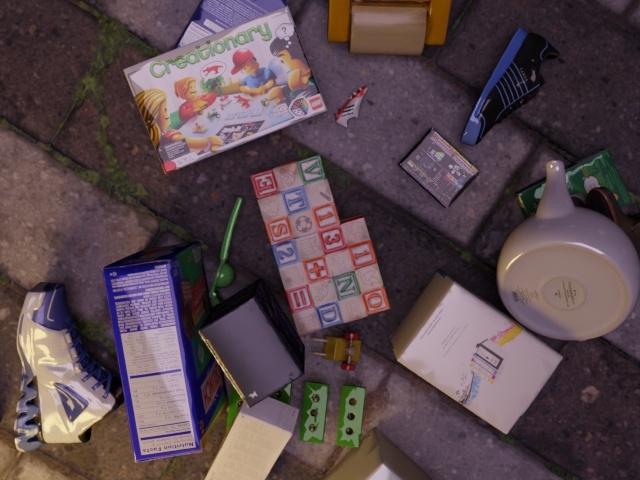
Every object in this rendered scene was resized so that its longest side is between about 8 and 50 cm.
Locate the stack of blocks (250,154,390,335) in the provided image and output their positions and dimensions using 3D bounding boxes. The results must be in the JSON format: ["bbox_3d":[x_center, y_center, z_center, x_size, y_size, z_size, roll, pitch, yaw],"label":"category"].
[{"bbox_3d":[0.000,0.000,1.551,0.171,0.087,0.297,-17,95,0],"label":"stack of blocks"}]

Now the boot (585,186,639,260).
[{"bbox_3d":[0.544,-0.034,1.542,0.106,0.082,0.219,-38,126,-10],"label":"boot"}]

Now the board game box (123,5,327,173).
[{"bbox_3d":[-0.162,-0.260,1.507,0.305,0.053,0.193,-22,96,1],"label":"board game box"}]

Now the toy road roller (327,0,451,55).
[{"bbox_3d":[0.117,-0.502,1.479,0.203,0.240,0.329,1,132,-1],"label":"toy road roller"}]

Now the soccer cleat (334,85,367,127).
[{"bbox_3d":[0.060,-0.241,1.562,0.036,0.029,0.083,40,97,-13],"label":"soccer cleat"}]

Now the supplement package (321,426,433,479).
[{"bbox_3d":[0.130,0.515,1.544,0.263,0.199,0.198,43,94,-4],"label":"supplement package"}]

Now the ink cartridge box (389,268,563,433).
[{"bbox_3d":[0.268,0.191,1.532,0.233,0.171,0.168,35,94,-4],"label":"ink cartridge box"}]

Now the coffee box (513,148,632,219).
[{"bbox_3d":[0.457,-0.078,1.575,0.184,0.040,0.113,-28,98,1],"label":"coffee box"}]

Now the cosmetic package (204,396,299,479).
[{"bbox_3d":[-0.124,0.362,1.533,0.099,0.060,0.239,23,132,-6],"label":"cosmetic package"}]

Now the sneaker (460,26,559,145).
[{"bbox_3d":[0.335,-0.260,1.536,0.090,0.081,0.232,29,93,4],"label":"sneaker"}]

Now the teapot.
[{"bbox_3d":[0.430,0.037,1.487,0.253,0.187,0.256,29,131,0],"label":"teapot"}]

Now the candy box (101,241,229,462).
[{"bbox_3d":[-0.254,0.176,1.473,0.122,0.268,0.317,-7,96,3],"label":"candy box"}]

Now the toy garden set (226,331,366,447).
[{"bbox_3d":[-0.038,0.262,1.593,0.244,0.049,0.203,6,85,6],"label":"toy garden set"}]

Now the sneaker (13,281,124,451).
[{"bbox_3d":[-0.440,0.230,1.557,0.182,0.127,0.315,4,102,-5],"label":"sneaker"}]

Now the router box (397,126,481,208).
[{"bbox_3d":[0.214,-0.131,1.568,0.122,0.038,0.092,42,94,-5],"label":"router box"}]

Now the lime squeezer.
[{"bbox_3d":[-0.152,0.084,1.561,0.110,0.059,0.310,-16,90,22],"label":"lime squeezer"}]

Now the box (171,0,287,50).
[{"bbox_3d":[-0.168,-0.363,1.540,0.136,0.036,0.225,31,96,-5],"label":"box"}]

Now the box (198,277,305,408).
[{"bbox_3d":[-0.108,0.165,1.442,0.108,0.207,0.153,-32,97,2],"label":"box"}]
